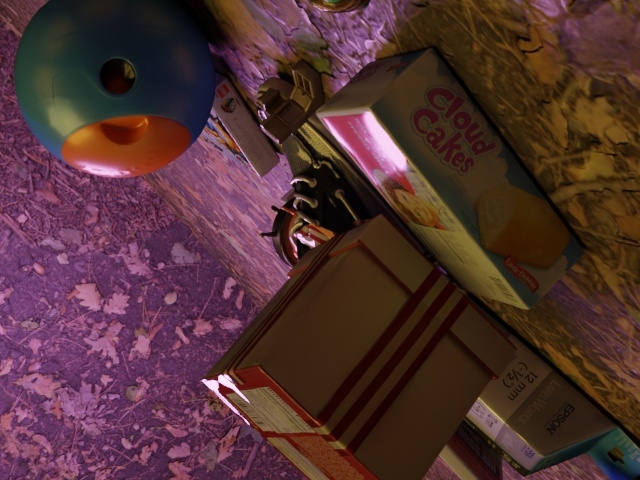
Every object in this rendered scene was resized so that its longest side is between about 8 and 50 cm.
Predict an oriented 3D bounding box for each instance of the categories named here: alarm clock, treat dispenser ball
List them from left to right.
[{"bbox_3d":[-0.297,-0.235,1.390,0.288,0.288,0.288,44,169,11],"label":"treat dispenser ball"},{"bbox_3d":[0.000,0.000,1.561,0.192,0.129,0.064,37,173,-20],"label":"alarm clock"}]

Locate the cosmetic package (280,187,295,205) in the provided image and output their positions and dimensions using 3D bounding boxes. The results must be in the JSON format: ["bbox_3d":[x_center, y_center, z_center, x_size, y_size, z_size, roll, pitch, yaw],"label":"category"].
[{"bbox_3d":[-0.017,-0.052,1.649,0.060,0.041,0.115,53,166,-31],"label":"cosmetic package"}]

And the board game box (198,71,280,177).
[{"bbox_3d":[-0.207,-0.237,1.658,0.305,0.053,0.193,33,163,48],"label":"board game box"}]

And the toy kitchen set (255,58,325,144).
[{"bbox_3d":[-0.050,-0.183,1.198,0.068,0.083,0.075,41,168,18],"label":"toy kitchen set"}]

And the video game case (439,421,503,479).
[{"bbox_3d":[0.240,0.304,1.626,0.204,0.025,0.285,47,-159,-12],"label":"video game case"}]

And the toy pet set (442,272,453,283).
[{"bbox_3d":[0.124,0.064,1.363,0.114,0.122,0.065,28,180,-11],"label":"toy pet set"}]

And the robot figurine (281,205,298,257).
[{"bbox_3d":[0.040,0.011,1.455,0.219,0.128,0.158,49,175,-19],"label":"robot figurine"}]

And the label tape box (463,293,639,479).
[{"bbox_3d":[0.301,0.259,1.410,0.347,0.115,0.249,44,170,18],"label":"label tape box"}]

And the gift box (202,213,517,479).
[{"bbox_3d":[0.033,0.127,1.121,0.255,0.258,0.276,47,157,-13],"label":"gift box"}]

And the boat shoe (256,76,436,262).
[{"bbox_3d":[0.001,-0.052,1.281,0.340,0.158,0.127,46,169,-1],"label":"boat shoe"}]

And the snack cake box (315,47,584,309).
[{"bbox_3d":[0.129,-0.061,0.968,0.264,0.089,0.152,49,171,-17],"label":"snack cake box"}]

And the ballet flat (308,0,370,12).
[{"bbox_3d":[-0.038,-0.282,0.867,0.221,0.077,0.079,44,-172,9],"label":"ballet flat"}]
